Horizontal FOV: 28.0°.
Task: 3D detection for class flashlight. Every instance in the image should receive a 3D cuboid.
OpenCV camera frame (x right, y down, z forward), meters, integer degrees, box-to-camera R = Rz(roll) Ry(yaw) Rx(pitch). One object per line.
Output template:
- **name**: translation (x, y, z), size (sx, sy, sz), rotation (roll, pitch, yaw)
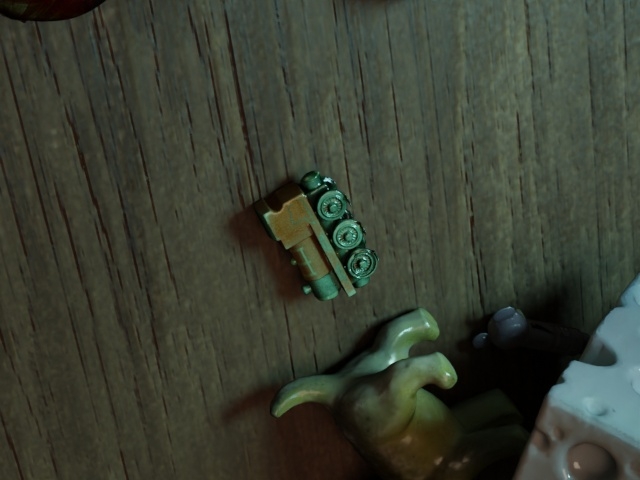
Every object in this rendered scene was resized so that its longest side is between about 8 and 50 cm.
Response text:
- **flashlight**: translation (0.179, 0.077, 1.073), size (0.110, 0.031, 0.052), rotation (12, 130, -29)

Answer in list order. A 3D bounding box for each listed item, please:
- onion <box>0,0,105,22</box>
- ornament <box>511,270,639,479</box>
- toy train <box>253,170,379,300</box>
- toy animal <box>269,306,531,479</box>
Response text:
- **onion**: translation (-0.167, -0.185, 0.774), size (0.118, 0.117, 0.119), rotation (10, 122, 17)
- **ornament**: translation (0.282, 0.202, 0.963), size (0.239, 0.239, 0.240), rotation (-37, 148, -50)
- **toy train**: translation (0.000, 0.000, 0.963), size (0.064, 0.044, 0.103), rotation (-31, 117, -4)
- **toy animal**: translation (0.083, 0.172, 1.029), size (0.168, 0.121, 0.233), rotation (-29, 116, 4)
